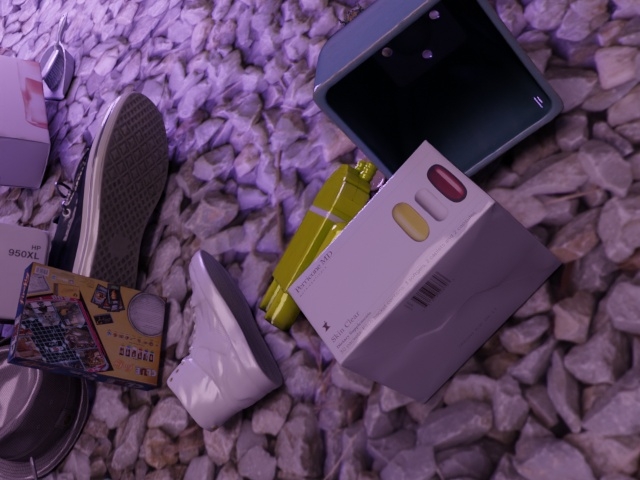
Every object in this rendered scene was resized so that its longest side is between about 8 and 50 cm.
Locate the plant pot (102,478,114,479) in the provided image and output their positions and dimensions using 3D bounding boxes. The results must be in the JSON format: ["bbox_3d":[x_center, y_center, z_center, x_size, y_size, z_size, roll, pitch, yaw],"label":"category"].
[{"bbox_3d":[-0.306,0.487,1.209,0.166,0.165,0.234,-35,44,20],"label":"plant pot"}]

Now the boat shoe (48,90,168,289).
[{"bbox_3d":[-0.414,-0.050,1.557,0.156,0.187,0.500,0,73,32],"label":"boat shoe"}]

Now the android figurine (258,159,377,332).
[{"bbox_3d":[0.000,0.000,1.205,0.273,0.056,0.248,-59,11,-1],"label":"android figurine"}]

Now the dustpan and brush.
[{"bbox_3d":[-0.647,-0.454,2.033,0.147,0.060,0.211,10,75,41],"label":"dustpan and brush"}]

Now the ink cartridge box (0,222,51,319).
[{"bbox_3d":[-0.678,0.060,1.527,0.395,0.285,0.166,-15,68,63],"label":"ink cartridge box"}]

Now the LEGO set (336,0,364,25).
[{"bbox_3d":[0.069,-0.393,1.462,0.083,0.023,0.054,20,83,30],"label":"LEGO set"}]

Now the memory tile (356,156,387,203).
[{"bbox_3d":[0.096,-0.081,1.280,0.113,0.012,0.148,-45,48,11],"label":"memory tile"}]

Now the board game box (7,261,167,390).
[{"bbox_3d":[-0.383,0.147,1.384,0.042,0.243,0.165,-30,49,47],"label":"board game box"}]

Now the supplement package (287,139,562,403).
[{"bbox_3d":[0.132,0.046,1.053,0.262,0.204,0.145,-48,47,9],"label":"supplement package"}]

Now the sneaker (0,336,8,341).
[{"bbox_3d":[-0.721,0.231,1.649,0.410,0.182,0.158,6,73,38],"label":"sneaker"}]

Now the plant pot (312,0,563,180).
[{"bbox_3d":[0.148,-0.252,1.180,0.247,0.248,0.252,-36,31,19],"label":"plant pot"}]

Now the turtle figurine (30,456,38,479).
[{"bbox_3d":[-0.487,0.529,1.276,0.266,0.198,0.274,57,149,23],"label":"turtle figurine"}]

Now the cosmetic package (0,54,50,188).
[{"bbox_3d":[-0.711,-0.277,1.915,0.153,0.129,0.296,-57,39,40],"label":"cosmetic package"}]

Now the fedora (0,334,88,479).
[{"bbox_3d":[-0.547,0.289,1.465,0.244,0.124,0.275,33,86,15],"label":"fedora"}]

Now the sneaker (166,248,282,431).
[{"bbox_3d":[-0.189,0.159,1.318,0.169,0.108,0.292,-39,50,12],"label":"sneaker"}]
